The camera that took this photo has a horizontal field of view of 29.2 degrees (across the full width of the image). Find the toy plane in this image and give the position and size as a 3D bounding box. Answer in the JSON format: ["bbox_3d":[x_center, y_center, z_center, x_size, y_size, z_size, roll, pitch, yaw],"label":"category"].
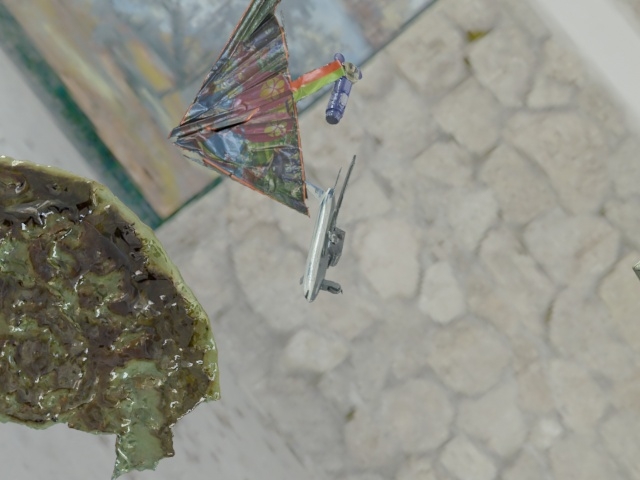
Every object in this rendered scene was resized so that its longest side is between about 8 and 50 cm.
[{"bbox_3d":[0.003,0.000,1.553,0.058,0.226,0.226,12,42,-13],"label":"toy plane"}]

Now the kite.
[{"bbox_3d":[-0.052,-0.111,1.081,0.014,0.183,0.241,33,-35,49],"label":"kite"}]

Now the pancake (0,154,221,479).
[{"bbox_3d":[-0.301,0.076,1.338,0.426,0.305,0.067,20,-3,-11],"label":"pancake"}]

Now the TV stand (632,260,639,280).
[{"bbox_3d":[0.549,0.134,1.838,0.249,0.036,0.042,57,-10,-9],"label":"TV stand"}]

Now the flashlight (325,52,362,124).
[{"bbox_3d":[0.033,-0.221,1.798,0.057,0.035,0.121,36,51,-26],"label":"flashlight"}]
